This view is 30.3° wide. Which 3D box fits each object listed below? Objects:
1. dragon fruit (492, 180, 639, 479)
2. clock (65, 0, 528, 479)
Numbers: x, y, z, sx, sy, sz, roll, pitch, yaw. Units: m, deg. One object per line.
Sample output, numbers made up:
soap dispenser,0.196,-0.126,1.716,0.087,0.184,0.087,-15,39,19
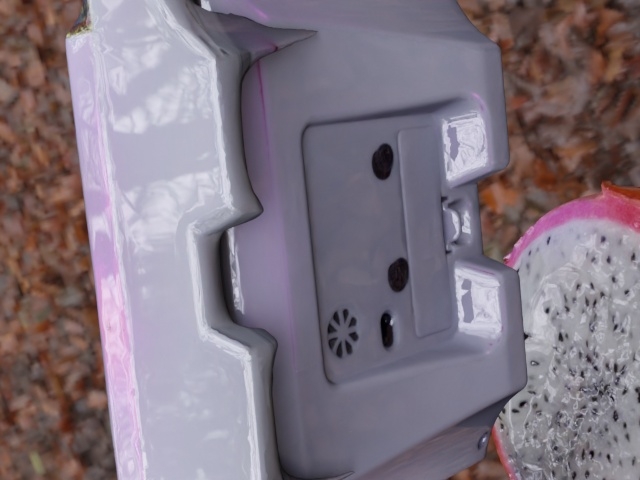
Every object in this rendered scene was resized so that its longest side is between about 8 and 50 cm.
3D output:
dragon fruit,0.254,0.085,0.812,0.290,0.189,0.291,11,103,57
clock,0.000,0.000,0.494,0.083,0.186,0.253,-1,98,41
